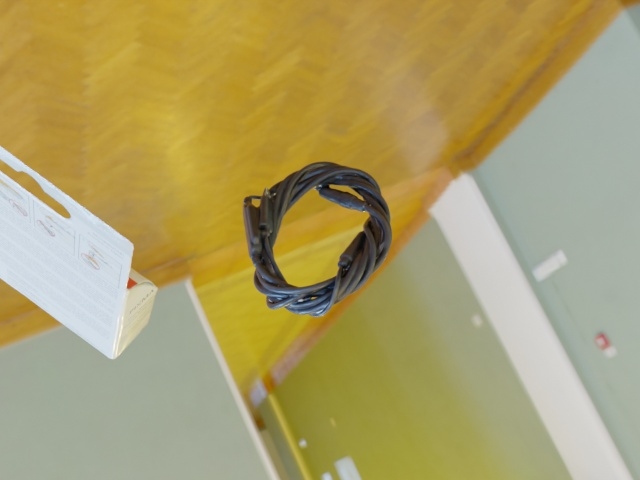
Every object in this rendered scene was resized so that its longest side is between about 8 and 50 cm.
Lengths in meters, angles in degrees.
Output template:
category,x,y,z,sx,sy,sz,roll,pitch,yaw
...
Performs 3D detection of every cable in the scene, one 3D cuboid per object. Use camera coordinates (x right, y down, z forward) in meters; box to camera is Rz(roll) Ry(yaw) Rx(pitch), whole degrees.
category,x,y,z,sx,sy,sz,roll,pitch,yaw
cable,0.000,0.000,0.939,0.150,0.185,0.047,-14,139,0

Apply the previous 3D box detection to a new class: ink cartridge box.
category,x,y,z,sx,sy,sz,roll,pitch,yaw
ink cartridge box,-0.217,-0.012,0.755,0.066,0.189,0.232,-52,175,-36
